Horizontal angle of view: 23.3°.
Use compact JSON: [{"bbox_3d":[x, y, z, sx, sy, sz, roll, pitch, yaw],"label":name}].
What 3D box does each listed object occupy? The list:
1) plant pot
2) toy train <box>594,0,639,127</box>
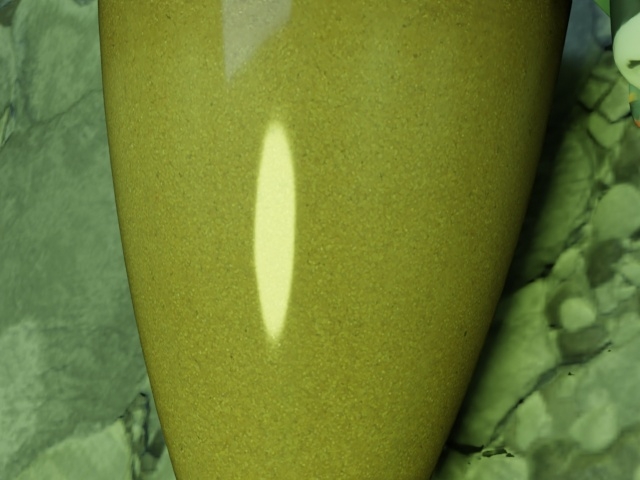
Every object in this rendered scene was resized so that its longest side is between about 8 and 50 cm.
[{"bbox_3d":[0.000,0.000,0.768,0.237,0.237,0.254,-1,83,40],"label":"plant pot"},{"bbox_3d":[0.180,-0.188,0.708,0.142,0.190,0.334,-15,60,35],"label":"toy train"}]
